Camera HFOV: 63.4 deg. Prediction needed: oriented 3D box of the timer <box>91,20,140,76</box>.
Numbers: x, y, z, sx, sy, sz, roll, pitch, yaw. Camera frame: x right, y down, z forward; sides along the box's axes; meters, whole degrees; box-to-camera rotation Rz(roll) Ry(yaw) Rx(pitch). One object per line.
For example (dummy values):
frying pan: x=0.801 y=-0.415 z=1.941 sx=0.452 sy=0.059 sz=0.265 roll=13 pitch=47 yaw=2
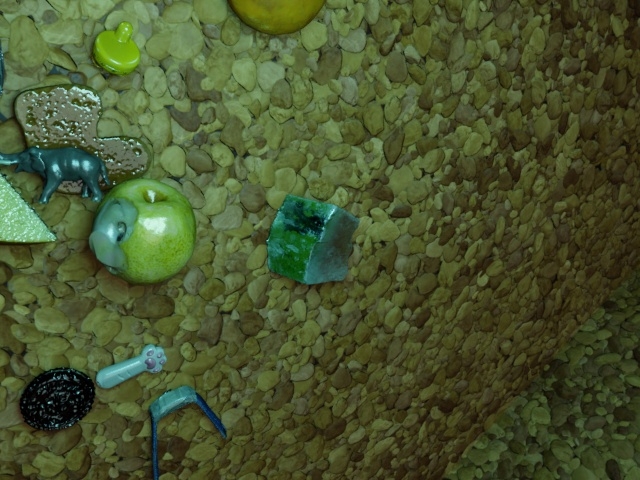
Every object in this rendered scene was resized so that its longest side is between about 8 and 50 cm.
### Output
timer: x=-0.473 y=-0.447 z=1.213 sx=0.107 sy=0.109 sz=0.107 roll=20 pitch=55 yaw=-32

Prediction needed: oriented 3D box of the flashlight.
flashlight: x=-0.553 y=0.374 z=1.518 sx=0.200 sy=0.047 sz=0.093 roll=-20 pitch=118 yaw=-22

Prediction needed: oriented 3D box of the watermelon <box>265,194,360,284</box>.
watermelon: x=0.001 y=0.004 z=1.628 sx=0.302 sy=0.151 sz=0.264 roll=10 pitch=103 yaw=-32

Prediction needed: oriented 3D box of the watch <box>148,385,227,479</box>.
watch: x=-0.471 y=0.614 z=1.655 sx=0.276 sy=0.068 sz=0.274 roll=-32 pitch=126 yaw=-16

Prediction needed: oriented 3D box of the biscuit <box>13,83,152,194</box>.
biscuit: x=-0.571 y=-0.251 z=1.263 sx=0.262 sy=0.052 sz=0.277 roll=-22 pitch=119 yaw=-18

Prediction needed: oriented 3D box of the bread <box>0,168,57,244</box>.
bread: x=-0.737 y=-0.061 z=1.184 sx=0.134 sy=0.129 sz=0.260 roll=-48 pitch=129 yaw=-25

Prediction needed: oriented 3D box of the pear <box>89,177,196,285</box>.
pear: x=-0.441 y=-0.017 z=1.312 sx=0.271 sy=0.271 sz=0.271 roll=-11 pitch=113 yaw=-26

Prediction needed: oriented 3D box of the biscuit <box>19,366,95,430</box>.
biscuit: x=-0.728 y=0.441 z=1.441 sx=0.194 sy=0.053 sz=0.194 roll=-10 pitch=113 yaw=-26

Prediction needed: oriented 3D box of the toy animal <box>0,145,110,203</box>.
toy animal: x=-0.630 y=-0.155 z=1.198 sx=0.269 sy=0.082 sz=0.137 roll=5 pitch=106 yaw=-25

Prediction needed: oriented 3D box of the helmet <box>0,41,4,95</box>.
helmet: x=-0.780 y=-0.378 z=1.014 sx=0.271 sy=0.197 sz=0.338 roll=-22 pitch=111 yaw=-31

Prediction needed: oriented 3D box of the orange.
orange: x=-0.107 y=-0.656 z=1.274 sx=0.284 sy=0.226 sz=0.284 roll=-16 pitch=119 yaw=-30
